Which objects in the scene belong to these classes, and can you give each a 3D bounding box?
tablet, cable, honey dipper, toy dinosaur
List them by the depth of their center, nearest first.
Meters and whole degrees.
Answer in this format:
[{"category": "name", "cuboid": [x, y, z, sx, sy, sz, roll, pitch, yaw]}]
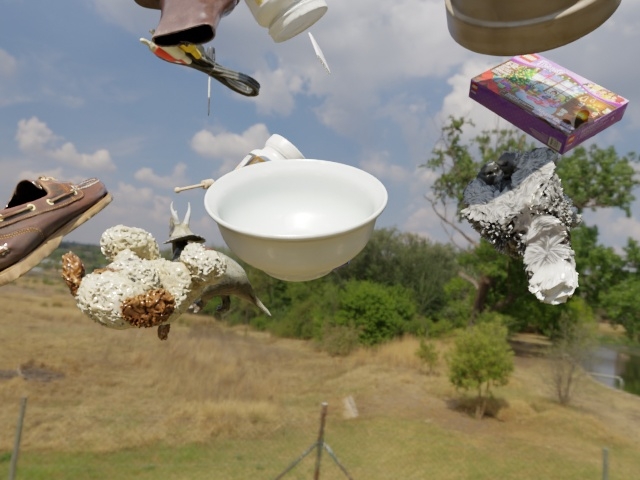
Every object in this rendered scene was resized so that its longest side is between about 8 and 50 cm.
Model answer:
[{"category": "tablet", "cuboid": [-0.001, -0.362, 1.010, 0.006, 0.083, 0.054, -26, -39, 14]}, {"category": "toy dinosaur", "cuboid": [-0.239, 0.075, 1.121, 0.313, 0.160, 0.121, 36, 32, 4]}, {"category": "cable", "cuboid": [-0.275, -0.394, 1.193, 0.139, 0.072, 0.287, -10, -31, 40]}, {"category": "honey dipper", "cuboid": [-0.390, -0.167, 1.610, 0.030, 0.030, 0.161, 3, 13, 30]}]

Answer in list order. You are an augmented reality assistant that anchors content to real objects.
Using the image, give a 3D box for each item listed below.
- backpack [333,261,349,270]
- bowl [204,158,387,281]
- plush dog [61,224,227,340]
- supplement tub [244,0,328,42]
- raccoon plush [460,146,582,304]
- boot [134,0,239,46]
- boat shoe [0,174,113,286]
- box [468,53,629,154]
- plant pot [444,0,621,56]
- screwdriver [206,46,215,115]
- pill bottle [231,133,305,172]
[{"category": "backpack", "cuboid": [0.000, 0.000, 1.103, 0.101, 0.098, 0.120, -26, -54, 31]}, {"category": "bowl", "cuboid": [-0.039, -0.024, 0.882, 0.298, 0.134, 0.298, 0, 29, 0]}, {"category": "plush dog", "cuboid": [-0.331, 0.093, 0.931, 0.262, 0.210, 0.225, 14, 6, 19]}, {"category": "supplement tub", "cuboid": [-0.145, -0.829, 1.643, 0.241, 0.331, 0.241, -30, 9, 5]}, {"category": "raccoon plush", "cuboid": [0.462, 0.018, 1.117, 0.216, 0.446, 0.299, -22, -49, 35]}, {"category": "boot", "cuboid": [-0.271, -0.428, 0.946, 0.248, 0.207, 0.090, 1, -38, 18]}, {"category": "boat shoe", "cuboid": [-0.289, -0.033, 0.547, 0.073, 0.073, 0.207, -23, 21, 13]}, {"category": "box", "cuboid": [0.527, -0.335, 1.229, 0.201, 0.293, 0.057, -29, -38, -18]}, {"category": "plant pot", "cuboid": [0.369, -0.544, 0.923, 0.323, 0.323, 0.280, 3, -34, 25]}, {"category": "screwdriver", "cuboid": [-0.269, -0.387, 1.263, 0.024, 0.170, 0.025, 2, -7, -2]}, {"category": "pill bottle", "cuboid": [-0.172, -0.148, 1.438, 0.162, 0.278, 0.162, 39, -8, 7]}]
